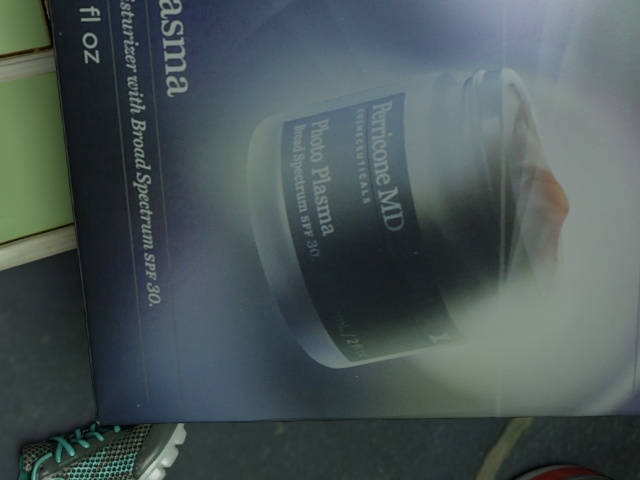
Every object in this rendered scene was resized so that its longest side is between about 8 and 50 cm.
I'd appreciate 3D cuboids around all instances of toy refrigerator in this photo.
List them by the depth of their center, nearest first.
[{"bbox_3d":[-0.194,-0.122,0.549,0.102,0.094,0.270,-18,107,-27],"label":"toy refrigerator"}]

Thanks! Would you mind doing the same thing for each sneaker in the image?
[{"bbox_3d":[-0.152,0.145,0.639,0.076,0.065,0.166,46,74,-23],"label":"sneaker"}]

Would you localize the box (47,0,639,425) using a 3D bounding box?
[{"bbox_3d":[0.031,-0.074,0.522,0.294,0.183,0.296,-2,107,3],"label":"box"}]

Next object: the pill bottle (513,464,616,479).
[{"bbox_3d":[0.274,0.318,0.734,0.210,0.363,0.210,-6,101,-29],"label":"pill bottle"}]
